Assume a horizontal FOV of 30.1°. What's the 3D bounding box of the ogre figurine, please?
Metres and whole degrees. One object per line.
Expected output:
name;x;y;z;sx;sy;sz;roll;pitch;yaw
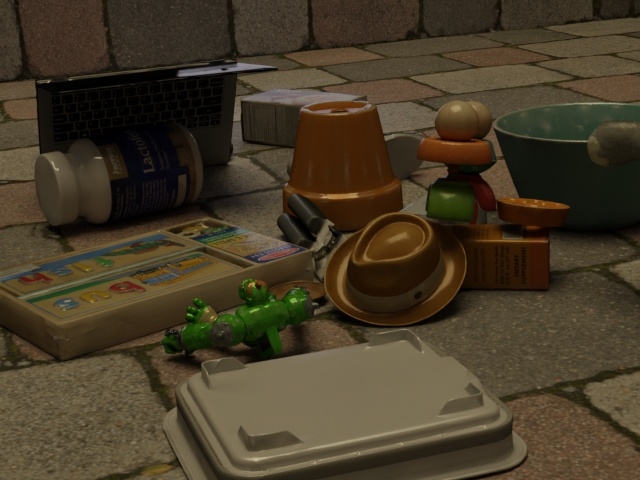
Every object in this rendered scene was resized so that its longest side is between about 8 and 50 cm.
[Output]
ogre figurine;-0.083;0.097;1.459;0.197;0.097;0.118;5;-6;-27

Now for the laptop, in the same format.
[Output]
laptop;-0.308;-0.201;2.172;0.382;0.408;0.236;-9;47;-18

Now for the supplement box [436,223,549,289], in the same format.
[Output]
supplement box;0.202;0.023;1.662;0.233;0.078;0.080;0;20;13

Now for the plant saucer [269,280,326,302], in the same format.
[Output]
plant saucer;-0.030;0.076;1.634;0.083;0.015;0.083;-3;17;1

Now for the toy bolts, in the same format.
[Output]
toy bolts;0.239;-0.115;1.679;0.218;0.158;0.228;5;9;-1

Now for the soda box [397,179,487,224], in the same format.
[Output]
soda box;0.193;-0.037;1.856;0.069;0.074;0.216;5;19;26

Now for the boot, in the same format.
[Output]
boot;0.064;-0.155;2.224;0.258;0.095;0.123;-15;27;-32

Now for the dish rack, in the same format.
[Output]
dish rack;0.017;0.173;1.228;0.333;0.072;0.285;-8;17;-18

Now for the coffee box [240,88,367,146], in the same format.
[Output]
coffee box;-0.036;-0.266;2.594;0.246;0.098;0.141;10;21;35

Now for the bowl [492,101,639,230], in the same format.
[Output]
bowl;0.436;-0.117;1.924;0.311;0.163;0.311;-2;18;1

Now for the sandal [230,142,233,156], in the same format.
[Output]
sandal;-0.319;-0.214;2.526;0.303;0.086;0.120;27;25;31

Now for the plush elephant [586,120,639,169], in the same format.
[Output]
plush elephant;0.540;-0.022;1.508;0.272;0.255;0.330;-3;7;-32

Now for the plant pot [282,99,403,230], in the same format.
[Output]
plant pot;0.034;-0.133;2.004;0.205;0.188;0.205;-3;17;1

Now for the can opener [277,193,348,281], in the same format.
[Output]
can opener;0.000;0.000;1.814;0.093;0.074;0.280;27;7;-24

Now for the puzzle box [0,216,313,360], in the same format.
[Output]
puzzle box;-0.249;0.055;1.680;0.409;0.052;0.272;-16;22;-37

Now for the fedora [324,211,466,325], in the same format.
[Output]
fedora;0.095;0.022;1.561;0.194;0.079;0.194;-6;48;6

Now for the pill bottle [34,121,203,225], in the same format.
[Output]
pill bottle;-0.351;-0.111;2.066;0.264;0.153;0.153;-15;21;-31
